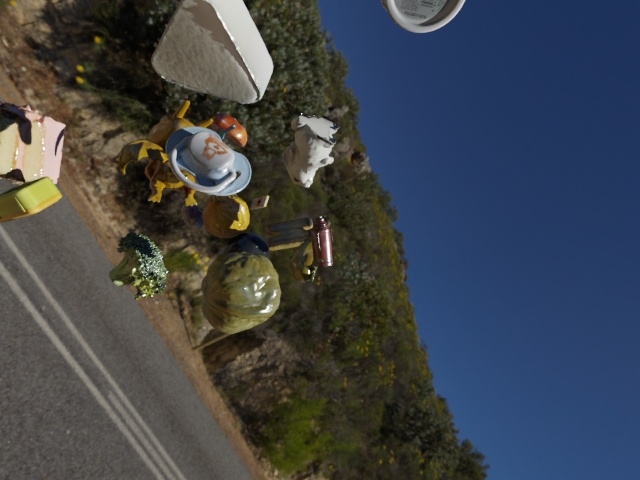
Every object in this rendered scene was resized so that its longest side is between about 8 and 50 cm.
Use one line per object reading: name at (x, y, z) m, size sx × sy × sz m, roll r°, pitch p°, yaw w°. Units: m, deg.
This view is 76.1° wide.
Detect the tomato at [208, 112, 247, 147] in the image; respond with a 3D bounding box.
tomato at (-0.497, -0.610, 2.222) m, size 0.236 × 0.095 × 0.237 m, roll 30°, pitch -6°, yaw 3°

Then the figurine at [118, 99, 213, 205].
figurine at (-0.579, -0.349, 1.702) m, size 0.268 × 0.401 × 0.387 m, roll 96°, pitch -11°, yaw -64°

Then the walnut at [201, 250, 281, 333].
walnut at (-0.280, 0.178, 1.446) m, size 0.282 × 0.277 × 0.253 m, roll -46°, pitch -118°, yaw 39°

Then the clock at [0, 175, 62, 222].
clock at (-1.016, -0.139, 1.404) m, size 0.143 × 0.202 × 0.096 m, roll -62°, pitch 136°, yaw -56°

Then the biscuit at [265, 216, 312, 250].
biscuit at (-0.180, -0.036, 2.385) m, size 0.237 × 0.290 × 0.062 m, roll -102°, pitch -178°, yaw -52°

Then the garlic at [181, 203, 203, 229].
garlic at (-0.703, -0.142, 2.275) m, size 0.147 × 0.102 × 0.159 m, roll 29°, pitch 27°, yaw -52°

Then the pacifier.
pacifier at (-0.368, -0.223, 1.300) m, size 0.279 × 0.227 × 0.207 m, roll 40°, pitch -32°, yaw 2°

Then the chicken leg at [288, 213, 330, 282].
chicken leg at (-0.046, 0.034, 2.206) m, size 0.152 × 0.429 × 0.201 m, roll 37°, pitch -31°, yaw -19°

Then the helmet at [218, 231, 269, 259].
helmet at (-0.338, 0.068, 1.926) m, size 0.230 × 0.279 × 0.160 m, roll 47°, pitch -28°, yaw -7°

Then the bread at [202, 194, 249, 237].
bread at (-0.464, -0.124, 1.999) m, size 0.139 × 0.240 × 0.240 m, roll 54°, pitch -17°, yaw 50°

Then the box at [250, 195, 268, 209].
box at (-0.232, -0.143, 1.553) m, size 0.083 × 0.046 × 0.012 m, roll -6°, pitch -31°, yaw 41°

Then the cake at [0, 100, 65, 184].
cake at (-1.151, -0.357, 1.473) m, size 0.307 × 0.314 × 0.293 m, roll 3°, pitch 100°, yaw -81°

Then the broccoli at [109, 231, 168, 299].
broccoli at (-0.900, 0.125, 2.077) m, size 0.324 × 0.272 × 0.334 m, roll 17°, pitch 37°, yaw -57°

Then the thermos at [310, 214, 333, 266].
thermos at (0.003, 0.000, 1.867) m, size 0.124 × 0.099 × 0.232 m, roll -47°, pitch 135°, yaw -69°

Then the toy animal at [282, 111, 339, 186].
toy animal at (-0.068, -0.420, 1.946) m, size 0.258 × 0.194 × 0.357 m, roll 33°, pitch -44°, yaw -9°

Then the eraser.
eraser at (-0.280, -0.531, 1.160) m, size 0.331 × 0.331 × 0.150 m, roll 84°, pitch 19°, yaw -57°

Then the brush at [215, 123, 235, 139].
brush at (-0.430, -0.498, 1.859) m, size 0.164 × 0.014 × 0.051 m, roll -9°, pitch -89°, yaw 47°

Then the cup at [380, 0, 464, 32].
cup at (0.263, -0.729, 1.080) m, size 0.253 × 0.253 × 0.372 m, roll 78°, pitch 14°, yaw -46°
